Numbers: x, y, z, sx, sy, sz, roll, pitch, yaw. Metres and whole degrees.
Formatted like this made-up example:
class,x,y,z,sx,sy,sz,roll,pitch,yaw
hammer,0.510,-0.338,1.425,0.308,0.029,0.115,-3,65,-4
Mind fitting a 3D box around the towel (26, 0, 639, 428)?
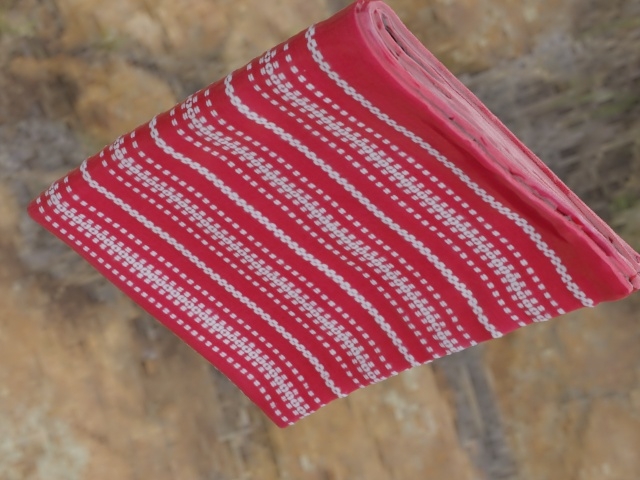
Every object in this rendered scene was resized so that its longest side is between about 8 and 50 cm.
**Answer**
class,x,y,z,sx,sy,sz,roll,pitch,yaw
towel,0.000,0.000,0.910,0.199,0.275,0.031,42,49,-21
